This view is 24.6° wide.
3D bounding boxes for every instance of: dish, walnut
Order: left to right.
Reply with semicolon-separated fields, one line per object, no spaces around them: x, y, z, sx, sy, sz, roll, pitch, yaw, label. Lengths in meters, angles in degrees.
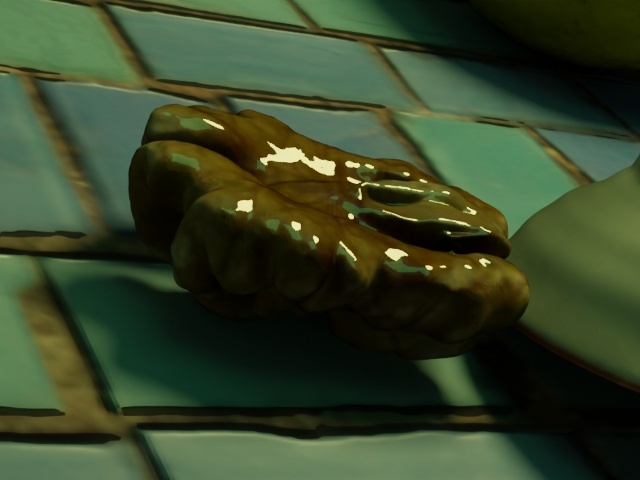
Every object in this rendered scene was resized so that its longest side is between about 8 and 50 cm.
0.000;0.000;0.615;0.170;0.069;0.143;18;25;-9;walnut
0.205;0.009;0.659;0.260;0.085;0.260;11;14;-3;dish

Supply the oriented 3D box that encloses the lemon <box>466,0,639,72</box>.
0.207;-0.250;1.047;0.258;0.257;0.310;-5;27;-42;lemon
